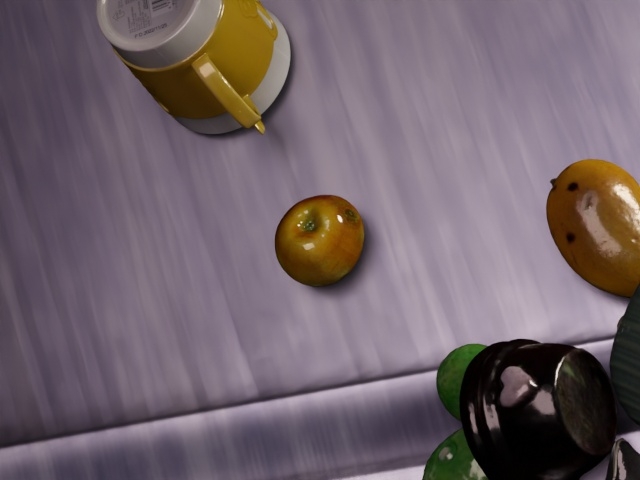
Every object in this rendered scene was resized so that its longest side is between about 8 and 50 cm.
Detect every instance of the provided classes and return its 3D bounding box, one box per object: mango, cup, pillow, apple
[{"bbox_3d":[0.326,-0.009,1.834,0.115,0.090,0.178,-27,77,2],"label":"mango"},{"bbox_3d":[-0.147,-0.234,1.979,0.185,0.226,0.241,-39,60,6],"label":"cup"},{"bbox_3d":[0.350,0.267,1.731,0.055,0.135,0.091,39,103,44],"label":"pillow"},{"bbox_3d":[0.000,0.000,1.934,0.114,0.102,0.099,-43,65,3],"label":"apple"}]

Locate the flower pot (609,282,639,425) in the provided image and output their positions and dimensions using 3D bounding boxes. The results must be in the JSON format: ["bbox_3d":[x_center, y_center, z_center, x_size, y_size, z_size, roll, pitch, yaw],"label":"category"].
[{"bbox_3d":[0.408,0.098,1.719,0.157,0.189,0.243,26,85,21],"label":"flower pot"}]

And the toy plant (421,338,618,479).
[{"bbox_3d":[0.207,0.210,1.781,0.235,0.175,0.218,-23,58,46],"label":"toy plant"}]
